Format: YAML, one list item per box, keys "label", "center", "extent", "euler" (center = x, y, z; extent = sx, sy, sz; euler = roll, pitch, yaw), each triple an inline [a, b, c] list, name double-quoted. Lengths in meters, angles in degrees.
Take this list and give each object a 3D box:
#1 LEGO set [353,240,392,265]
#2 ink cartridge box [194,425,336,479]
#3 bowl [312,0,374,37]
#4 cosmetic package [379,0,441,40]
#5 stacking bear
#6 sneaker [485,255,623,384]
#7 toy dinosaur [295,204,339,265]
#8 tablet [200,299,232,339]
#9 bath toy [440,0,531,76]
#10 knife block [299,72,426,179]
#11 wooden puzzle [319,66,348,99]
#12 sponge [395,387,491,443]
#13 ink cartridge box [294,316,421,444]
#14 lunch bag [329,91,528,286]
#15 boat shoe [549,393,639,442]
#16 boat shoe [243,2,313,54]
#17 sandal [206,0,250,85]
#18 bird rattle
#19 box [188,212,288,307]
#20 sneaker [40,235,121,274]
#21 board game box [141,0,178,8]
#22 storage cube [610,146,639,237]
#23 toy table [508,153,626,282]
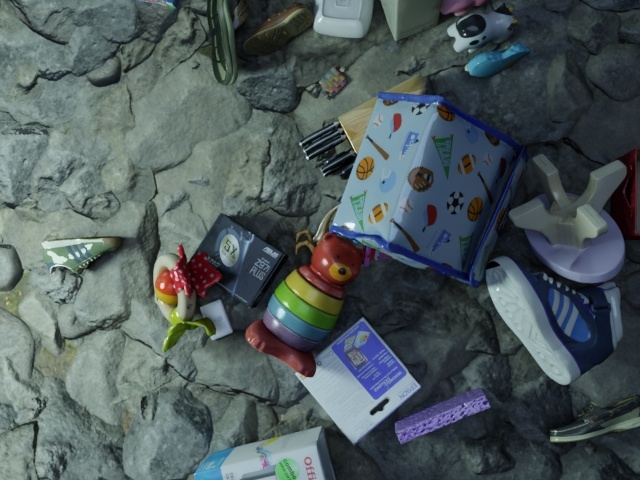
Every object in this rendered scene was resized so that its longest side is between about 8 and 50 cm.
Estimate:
- label: "LEGO set"
  center: [0.140, -0.060, 1.712]
  extent: [0.093, 0.087, 0.227]
  euler: [5, 98, -21]
- label: "ink cartridge box"
  center: [-0.104, 0.546, 1.645]
  extent: [0.270, 0.197, 0.198]
  euler: [-15, 86, 3]
- label: "bowl"
  center: [0.053, -0.552, 1.766]
  extent: [0.142, 0.053, 0.142]
  euler: [8, 86, 4]
- label: "cosmetic package"
  center: [0.185, -0.565, 1.626]
  extent: [0.113, 0.309, 0.160]
  euler: [-20, 86, 3]
- label: "stacking bear"
  center: [-0.015, 0.122, 1.661]
  extent: [0.175, 0.164, 0.289]
  euler: [32, 99, -13]
- label: "sneaker"
  center: [0.525, 0.124, 1.641]
  extent: [0.236, 0.130, 0.323]
  euler: [-34, 92, -21]
- label: "toy dinosaur"
  center: [0.000, 0.000, 1.737]
  extent: [0.112, 0.064, 0.212]
  euler: [4, 106, -2]
- label: "tablet"
  center: [-0.244, 0.186, 1.772]
  extent: [0.054, 0.006, 0.083]
  euler: [-22, 86, 3]
- label: "bath toy"
  center: [0.346, -0.549, 1.703]
  extent: [0.151, 0.129, 0.348]
  euler: [-19, 82, -40]
- label: "knife block"
  center: [0.092, -0.266, 1.728]
  extent: [0.242, 0.088, 0.276]
  euler: [17, 89, 5]
- label: "wooden puzzle"
  center: [0.030, -0.372, 1.780]
  extent: [0.049, 0.006, 0.083]
  euler: [44, 91, 6]
- label: "sponge"
  center: [0.265, 0.382, 1.664]
  extent: [0.210, 0.117, 0.031]
  euler: [-23, 87, 3]
- label: "ink cartridge box"
  center: [0.085, 0.317, 1.718]
  extent: [0.206, 0.045, 0.208]
  euler: [-40, 84, 1]
- label: "lunch bag"
  center: [0.266, -0.092, 1.596]
  extent: [0.385, 0.239, 0.328]
  euler: [22, 89, -39]
- label: "boat shoe"
  center: [0.605, 0.390, 1.660]
  extent: [0.223, 0.080, 0.073]
  euler: [-13, 80, -1]
- label: "boat shoe"
  center: [-0.103, -0.497, 1.777]
  extent: [0.178, 0.064, 0.060]
  euler: [-29, 51, 7]
- label: "sandal"
  center: [-0.209, -0.510, 1.768]
  extent: [0.086, 0.120, 0.303]
  euler: [-3, 88, -22]
- label: "bird rattle"
  center: [-0.322, 0.114, 1.680]
  extent: [0.143, 0.207, 0.254]
  euler: [-22, 128, -31]
- label: "box"
  center: [-0.188, 0.047, 1.739]
  extent: [0.180, 0.077, 0.147]
  euler: [34, 90, 6]
- label: "sneaker"
  center: [-0.559, 0.037, 1.782]
  extent: [0.192, 0.064, 0.086]
  euler: [-3, 94, 5]
- label: "board game box"
  center: [-0.389, -0.670, 1.816]
  extent: [0.136, 0.035, 0.201]
  euler: [13, 88, 5]
- label: "storage cube"
  center: [0.734, -0.094, 1.615]
  extent: [0.215, 0.193, 0.184]
  euler: [1, 87, 6]
- label: "toy table"
  center: [0.515, -0.054, 1.573]
  extent: [0.252, 0.161, 0.274]
  euler: [-33, 43, -9]
